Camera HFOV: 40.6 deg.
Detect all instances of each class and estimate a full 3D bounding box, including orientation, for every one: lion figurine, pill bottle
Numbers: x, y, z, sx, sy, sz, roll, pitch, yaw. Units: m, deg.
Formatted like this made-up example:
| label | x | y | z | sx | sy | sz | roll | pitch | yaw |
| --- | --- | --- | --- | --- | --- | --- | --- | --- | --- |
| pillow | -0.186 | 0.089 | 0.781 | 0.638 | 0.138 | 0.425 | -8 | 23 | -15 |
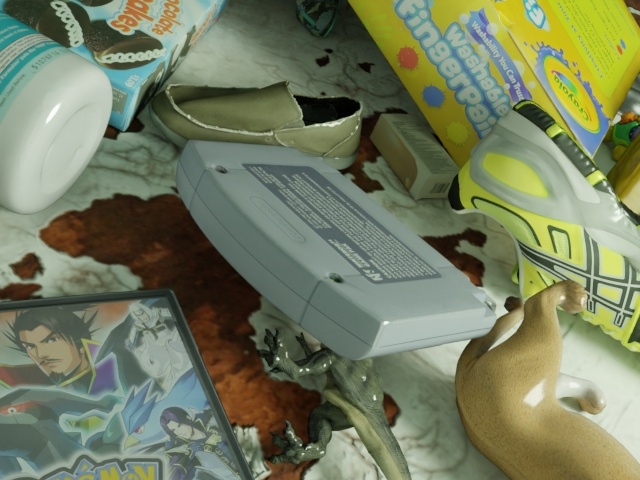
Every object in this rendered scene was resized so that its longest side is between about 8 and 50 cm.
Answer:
| label | x | y | z | sx | sy | sz | roll | pitch | yaw |
| --- | --- | --- | --- | --- | --- | --- | --- | --- | --- |
| lion figurine | 0.217 | 0.189 | 0.723 | 0.240 | 0.142 | 0.392 | -15 | 40 | -32 |
| pill bottle | -0.326 | -0.144 | 0.745 | 0.264 | 0.146 | 0.146 | 30 | 38 | 3 |

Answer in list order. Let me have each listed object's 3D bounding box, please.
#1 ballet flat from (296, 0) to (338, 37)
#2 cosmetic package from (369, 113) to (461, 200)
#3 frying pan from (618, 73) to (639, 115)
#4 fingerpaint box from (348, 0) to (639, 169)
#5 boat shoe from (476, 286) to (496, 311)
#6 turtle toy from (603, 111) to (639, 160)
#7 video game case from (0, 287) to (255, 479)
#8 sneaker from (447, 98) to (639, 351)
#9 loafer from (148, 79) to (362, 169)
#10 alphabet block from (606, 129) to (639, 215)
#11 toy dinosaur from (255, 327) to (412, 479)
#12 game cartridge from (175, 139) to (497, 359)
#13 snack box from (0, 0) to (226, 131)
| label | x | y | z | sx | sy | sz | roll | pitch | yaw |
| --- | --- | --- | --- | --- | --- | --- | --- | --- | --- |
| ballet flat | 0.000 | -0.361 | 1.246 | 0.070 | 0.070 | 0.188 | 21 | 37 | -9 |
| cosmetic package | 0.115 | -0.102 | 1.043 | 0.060 | 0.041 | 0.115 | -4 | 47 | -34 |
| frying pan | 0.588 | -0.254 | 1.498 | 0.326 | 0.053 | 0.197 | 12 | 41 | -14 |
| fingerpaint box | 0.208 | -0.329 | 1.103 | 0.445 | 0.163 | 0.371 | 54 | 42 | -11 |
| boat shoe | 0.131 | 0.058 | 0.883 | 0.100 | 0.035 | 0.035 | 28 | 65 | -5 |
| turtle toy | 0.485 | -0.145 | 1.292 | 0.095 | 0.066 | 0.130 | 8 | 42 | -23 |
| video game case | -0.190 | 0.143 | 0.588 | 0.274 | 0.035 | 0.248 | -4 | 47 | -33 |
| sneaker | 0.297 | 0.031 | 0.939 | 0.385 | 0.147 | 0.145 | 50 | 18 | 0 |
| loafer | -0.062 | -0.142 | 0.946 | 0.251 | 0.087 | 0.094 | 3 | 44 | -28 |
| alphabet block | 0.486 | -0.061 | 1.096 | 0.197 | 0.193 | 0.192 | 31 | 36 | 4 |
| toy dinosaur | 0.010 | 0.129 | 0.706 | 0.118 | 0.064 | 0.268 | 8 | 45 | -33 |
| game cartridge | 0.000 | 0.000 | 0.792 | 0.196 | 0.060 | 0.294 | 3 | 31 | -47 |
| snack box | -0.241 | -0.261 | 0.998 | 0.187 | 0.060 | 0.322 | 25 | 38 | -4 |
